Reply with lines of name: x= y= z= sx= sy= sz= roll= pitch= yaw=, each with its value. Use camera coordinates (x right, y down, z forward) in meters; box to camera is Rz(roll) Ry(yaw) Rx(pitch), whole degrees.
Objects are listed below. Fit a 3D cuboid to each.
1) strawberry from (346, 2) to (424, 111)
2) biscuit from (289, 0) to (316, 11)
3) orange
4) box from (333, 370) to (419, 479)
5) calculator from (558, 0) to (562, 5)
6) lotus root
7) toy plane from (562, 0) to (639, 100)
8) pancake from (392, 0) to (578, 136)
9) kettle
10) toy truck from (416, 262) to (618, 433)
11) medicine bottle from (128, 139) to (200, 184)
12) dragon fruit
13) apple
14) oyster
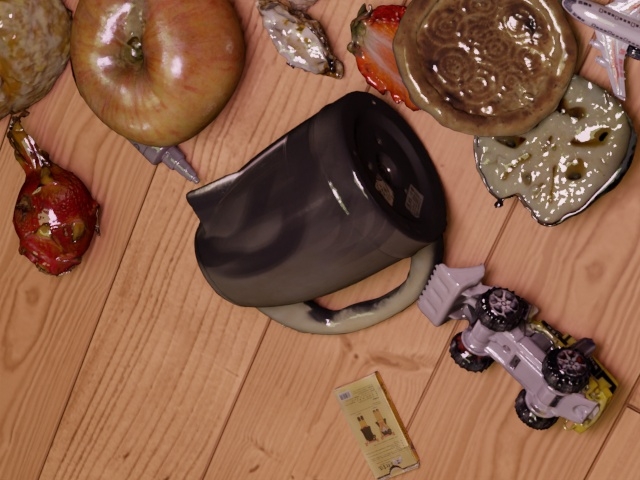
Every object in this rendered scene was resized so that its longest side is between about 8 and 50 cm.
strawberry: x=0.119 y=-0.241 z=1.849 sx=0.187 sy=0.146 sz=0.082 roll=44 pitch=71 yaw=9
biscuit: x=0.037 y=-0.377 z=1.883 sx=0.219 sy=0.055 sz=0.061 roll=-29 pitch=133 yaw=23
orange: x=-0.557 y=-0.284 z=2.052 sx=0.369 sy=0.210 sz=0.271 roll=-16 pitch=97 yaw=26
box: x=0.081 y=0.265 z=2.015 sx=0.073 sy=0.020 sz=0.149 roll=-24 pitch=92 yaw=23
calculator: x=0.215 y=-0.347 z=1.825 sx=0.184 sy=0.042 sz=0.295 roll=-9 pitch=99 yaw=22
lotus root: x=0.305 y=-0.115 z=1.822 sx=0.204 sy=0.078 sz=0.183 roll=-31 pitch=75 yaw=16
toy plane: x=0.382 y=-0.264 z=1.766 sx=0.171 sy=0.065 sz=0.162 roll=29 pitch=110 yaw=16
pancake: x=0.208 y=-0.234 z=1.776 sx=0.235 sy=0.029 sz=0.212 roll=-5 pitch=88 yaw=-3
kettle: x=0.000 y=0.000 z=1.909 sx=0.324 sy=0.228 sz=0.321 roll=-29 pitch=121 yaw=28
toy truck: x=0.262 y=0.135 z=1.871 sx=0.286 sy=0.111 sz=0.136 roll=43 pitch=142 yaw=16
medicine bottle: x=-0.245 y=-0.151 z=2.037 sx=0.199 sy=0.057 sz=0.057 roll=44 pitch=112 yaw=7
dragon fruit: x=-0.405 y=-0.071 z=2.079 sx=0.125 sy=0.125 sz=0.246 roll=-22 pitch=91 yaw=55
apple: x=-0.220 y=-0.259 z=1.931 sx=0.261 sy=0.194 sz=0.260 roll=3 pitch=100 yaw=19
oyster: x=-0.022 y=-0.276 z=1.922 sx=0.148 sy=0.051 sz=0.103 roll=54 pitch=157 yaw=-15
